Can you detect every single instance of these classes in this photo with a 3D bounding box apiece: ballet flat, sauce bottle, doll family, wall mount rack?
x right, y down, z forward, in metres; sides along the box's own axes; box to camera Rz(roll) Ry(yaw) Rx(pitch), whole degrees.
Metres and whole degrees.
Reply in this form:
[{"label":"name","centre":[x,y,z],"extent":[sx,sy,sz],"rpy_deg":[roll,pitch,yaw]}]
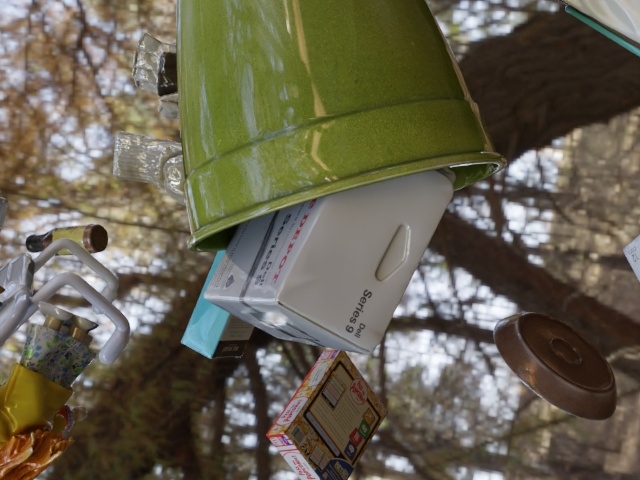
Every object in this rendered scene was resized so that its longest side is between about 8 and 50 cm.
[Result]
[{"label":"ballet flat","centre":[0.319,-0.347,1.307],"extent":[0.139,0.400,0.139],"rpy_deg":[-49,-21,-27]},{"label":"sauce bottle","centre":[-0.347,0.000,1.399],"extent":[0.042,0.128,0.042],"rpy_deg":[10,-102,-60]},{"label":"doll family","centre":[-0.268,0.110,0.773],"extent":[0.263,0.118,0.163],"rpy_deg":[30,-102,-39]},{"label":"wall mount rack","centre":[-0.325,0.143,1.016],"extent":[0.304,0.350,0.130],"rpy_deg":[-46,-73,-3]}]

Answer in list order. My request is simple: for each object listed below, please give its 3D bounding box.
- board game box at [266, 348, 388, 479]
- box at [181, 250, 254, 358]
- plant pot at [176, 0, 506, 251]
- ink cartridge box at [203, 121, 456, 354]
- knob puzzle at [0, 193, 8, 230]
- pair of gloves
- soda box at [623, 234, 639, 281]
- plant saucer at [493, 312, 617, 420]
[{"label":"board game box","centre":[0.016,0.287,1.626],"extent":[0.147,0.045,0.193],"rpy_deg":[56,-134,-19]},{"label":"box","centre":[-0.118,0.055,1.550],"extent":[0.100,0.060,0.244],"rpy_deg":[11,-77,-67]},{"label":"plant pot","centre":[-0.015,-0.203,1.171],"extent":[0.366,0.366,0.353],"rpy_deg":[-6,-99,-65]},{"label":"ink cartridge box","centre":[0.000,0.000,1.136],"extent":[0.121,0.289,0.211],"rpy_deg":[30,-102,-17]},{"label":"knob puzzle","centre":[-0.475,0.017,1.348],"extent":[0.213,0.030,0.213],"rpy_deg":[-60,-1,-2]},{"label":"pair of gloves","centre":[-0.179,-0.156,1.431],"extent":[0.042,0.204,0.240],"rpy_deg":[-73,2,-62]},{"label":"soda box","centre":[0.266,-0.014,0.594],"extent":[0.216,0.069,0.074],"rpy_deg":[117,133,-64]},{"label":"plant saucer","centre":[0.281,0.138,1.203],"extent":[0.029,0.168,0.168],"rpy_deg":[-58,-14,27]}]
